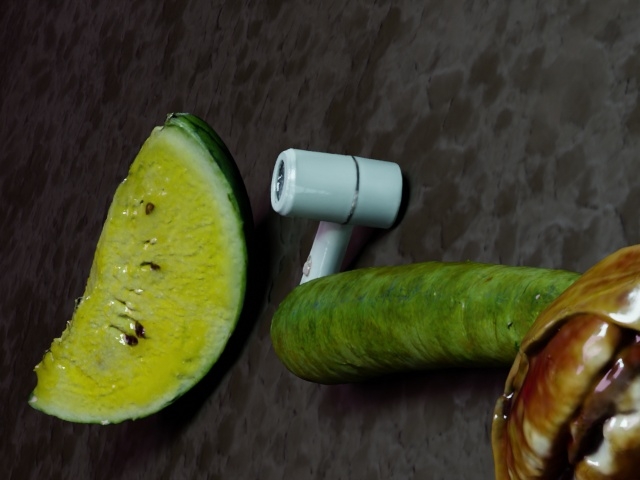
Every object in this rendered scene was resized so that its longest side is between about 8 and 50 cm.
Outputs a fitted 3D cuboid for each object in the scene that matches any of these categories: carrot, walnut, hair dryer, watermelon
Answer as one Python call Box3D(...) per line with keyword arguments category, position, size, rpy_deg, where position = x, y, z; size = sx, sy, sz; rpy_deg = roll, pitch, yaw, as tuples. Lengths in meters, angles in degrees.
Box3D(category="carrot", position=(0.071, 0.046, 1.076), size=(0.358, 0.074, 0.074), rpy_deg=(-10, 62, 62))
Box3D(category="walnut", position=(0.137, 0.073, 0.826), size=(0.207, 0.116, 0.115), rpy_deg=(106, 167, -48))
Box3D(category="hair dryer", position=(0.000, 0.000, 1.270), size=(0.047, 0.082, 0.137), rpy_deg=(-103, 24, -51))
Box3D(category="watermelon", position=(-0.125, 0.034, 1.436), size=(0.123, 0.129, 0.301), rpy_deg=(-102, 34, -55))
